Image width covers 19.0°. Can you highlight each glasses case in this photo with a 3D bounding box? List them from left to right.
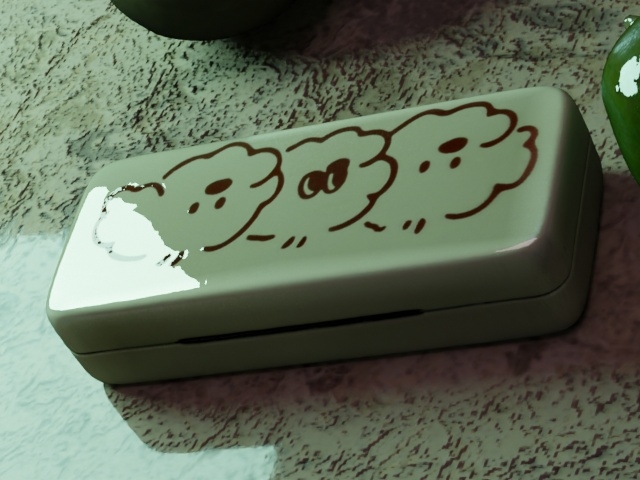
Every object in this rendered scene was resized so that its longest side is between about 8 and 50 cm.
[{"bbox_3d":[0.000,0.000,1.168,0.336,0.076,0.144,-9,45,24],"label":"glasses case"}]

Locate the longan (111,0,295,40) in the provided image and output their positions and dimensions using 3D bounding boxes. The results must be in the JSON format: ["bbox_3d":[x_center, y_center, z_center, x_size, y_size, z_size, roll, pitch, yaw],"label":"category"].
[{"bbox_3d":[-0.083,-0.245,1.382,0.196,0.196,0.220,-16,40,17],"label":"longan"}]

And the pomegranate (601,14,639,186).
[{"bbox_3d":[0.231,-0.093,1.096,0.152,0.131,0.191,-34,18,5],"label":"pomegranate"}]
